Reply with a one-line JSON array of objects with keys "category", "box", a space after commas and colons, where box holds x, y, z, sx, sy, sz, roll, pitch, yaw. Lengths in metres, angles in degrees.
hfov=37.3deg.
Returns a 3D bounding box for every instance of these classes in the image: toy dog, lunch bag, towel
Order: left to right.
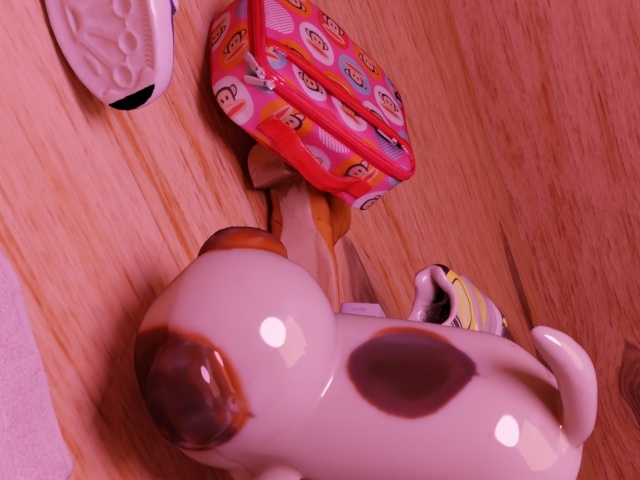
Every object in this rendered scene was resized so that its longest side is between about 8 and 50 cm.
[{"category": "towel", "box": [-0.259, 0.153, 0.671, 0.187, 0.049, 0.282, -25, 103, -68]}, {"category": "lunch bag", "box": [-0.009, -0.173, 1.211, 0.293, 0.120, 0.258, 33, 36, -34]}, {"category": "toy dog", "box": [0.014, 0.169, 0.902, 0.407, 0.395, 0.285, 28, 55, -10]}]

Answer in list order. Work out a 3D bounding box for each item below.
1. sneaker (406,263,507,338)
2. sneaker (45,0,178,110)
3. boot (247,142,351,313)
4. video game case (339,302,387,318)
[{"category": "sneaker", "box": [0.131, 0.200, 1.233, 0.147, 0.145, 0.385, 46, 42, -28]}, {"category": "sneaker", "box": [-0.180, -0.303, 0.969, 0.236, 0.130, 0.323, -30, 102, -62]}, {"category": "boot", "box": [-0.001, 0.000, 1.282, 0.211, 0.104, 0.295, -4, 79, -67]}, {"category": "video game case", "box": [0.069, 0.249, 1.295, 0.269, 0.061, 0.244, 58, 37, -57]}]
